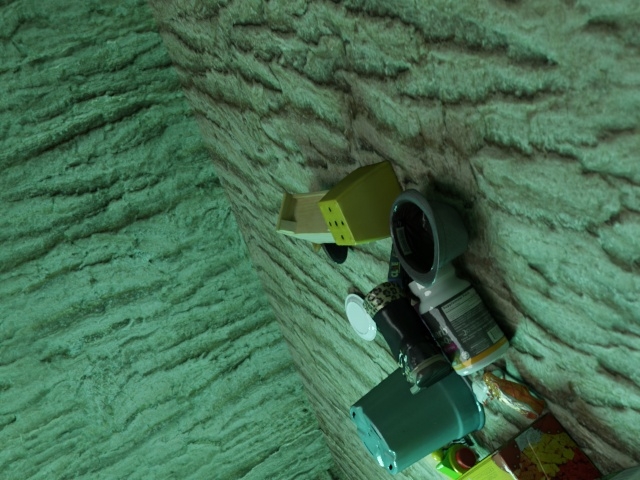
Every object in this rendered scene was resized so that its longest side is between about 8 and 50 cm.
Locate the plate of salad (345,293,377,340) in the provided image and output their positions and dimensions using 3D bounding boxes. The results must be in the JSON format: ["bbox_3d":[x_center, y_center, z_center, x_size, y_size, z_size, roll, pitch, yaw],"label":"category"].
[{"bbox_3d":[0.164,0.300,2.414,0.200,0.048,0.200,39,140,42],"label":"plate of salad"}]

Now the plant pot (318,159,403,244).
[{"bbox_3d":[0.121,-0.089,1.793,0.212,0.187,0.212,64,160,-10],"label":"plant pot"}]

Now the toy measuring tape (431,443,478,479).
[{"bbox_3d":[0.523,0.774,2.047,0.330,0.121,0.121,28,157,0],"label":"toy measuring tape"}]

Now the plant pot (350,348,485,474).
[{"bbox_3d":[0.301,0.568,2.012,0.341,0.334,0.341,49,156,30],"label":"plant pot"}]

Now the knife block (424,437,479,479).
[{"bbox_3d":[0.466,0.772,2.239,0.275,0.088,0.242,33,145,54],"label":"knife block"}]

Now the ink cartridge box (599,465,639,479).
[{"bbox_3d":[0.632,0.637,1.363,0.117,0.278,0.201,54,160,21],"label":"ink cartridge box"}]

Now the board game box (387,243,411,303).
[{"bbox_3d":[0.245,0.152,1.877,0.165,0.042,0.243,-75,-21,-49],"label":"board game box"}]

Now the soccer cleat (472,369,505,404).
[{"bbox_3d":[0.477,0.414,1.769,0.076,0.068,0.196,54,162,29],"label":"soccer cleat"}]

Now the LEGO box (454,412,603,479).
[{"bbox_3d":[0.605,0.749,1.704,0.372,0.193,0.500,53,159,23],"label":"LEGO box"}]

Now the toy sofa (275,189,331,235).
[{"bbox_3d":[0.017,-0.082,2.053,0.362,0.177,0.150,-1,76,58],"label":"toy sofa"}]

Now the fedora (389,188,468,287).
[{"bbox_3d":[0.283,-0.015,1.545,0.275,0.124,0.244,-142,45,-65],"label":"fedora"}]

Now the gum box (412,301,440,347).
[{"bbox_3d":[0.330,0.267,1.868,0.062,0.107,0.188,41,152,45],"label":"gum box"}]

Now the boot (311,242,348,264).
[{"bbox_3d":[0.000,0.000,2.348,0.264,0.096,0.280,58,161,9],"label":"boot"}]

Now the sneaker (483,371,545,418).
[{"bbox_3d":[0.517,0.408,1.640,0.175,0.067,0.064,34,148,28],"label":"sneaker"}]

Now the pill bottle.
[{"bbox_3d":[0.362,0.202,1.623,0.278,0.162,0.162,58,160,9],"label":"pill bottle"}]

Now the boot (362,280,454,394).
[{"bbox_3d":[0.244,0.280,1.732,0.284,0.138,0.377,58,-179,20],"label":"boot"}]
